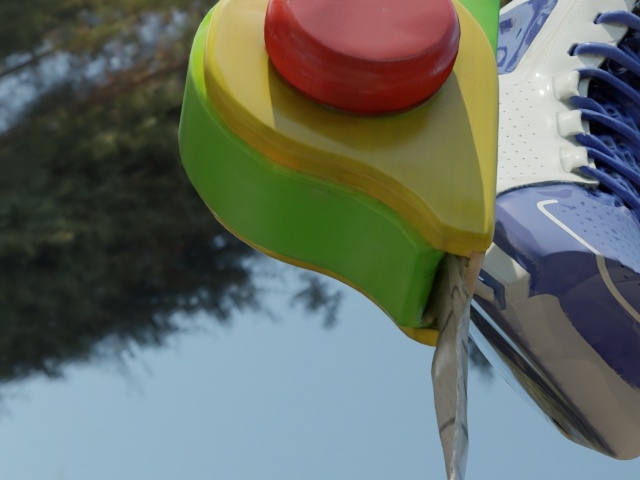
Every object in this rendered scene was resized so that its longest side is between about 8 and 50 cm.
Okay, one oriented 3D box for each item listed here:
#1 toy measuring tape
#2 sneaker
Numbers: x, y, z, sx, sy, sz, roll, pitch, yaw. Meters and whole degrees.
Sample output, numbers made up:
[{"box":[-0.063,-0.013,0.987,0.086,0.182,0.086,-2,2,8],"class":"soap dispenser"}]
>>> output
[{"box":[0.000,0.000,0.644,0.121,0.330,0.121,4,-41,3],"class":"toy measuring tape"},{"box":[0.111,-0.048,0.842,0.127,0.182,0.315,51,3,-23],"class":"sneaker"}]
